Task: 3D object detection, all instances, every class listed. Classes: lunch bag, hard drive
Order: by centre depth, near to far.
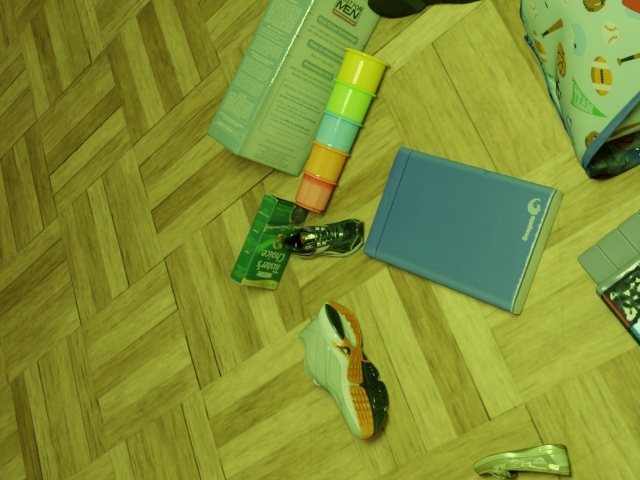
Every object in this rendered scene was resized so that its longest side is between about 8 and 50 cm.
[{"bbox_3d":[0.444,-0.311,1.152,0.385,0.238,0.328,119,139,-60],"label":"lunch bag"},{"bbox_3d":[0.234,-0.026,1.403,0.318,0.040,0.210,22,94,40],"label":"hard drive"}]

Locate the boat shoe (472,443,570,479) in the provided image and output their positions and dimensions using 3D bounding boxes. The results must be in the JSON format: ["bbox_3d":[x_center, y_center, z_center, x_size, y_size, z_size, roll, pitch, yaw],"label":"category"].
[{"bbox_3d":[0.309,0.351,1.257,0.153,0.056,0.048,-19,64,27],"label":"boat shoe"}]

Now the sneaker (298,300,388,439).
[{"bbox_3d":[0.034,0.249,1.483,0.121,0.099,0.263,-42,50,33],"label":"sneaker"}]

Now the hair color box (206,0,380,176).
[{"bbox_3d":[-0.051,-0.332,1.603,0.113,0.185,0.375,37,104,38],"label":"hair color box"}]

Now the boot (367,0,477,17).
[{"bbox_3d":[0.222,-0.495,1.478,0.305,0.112,0.115,3,72,41],"label":"boot"}]

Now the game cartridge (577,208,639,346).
[{"bbox_3d":[0.542,0.093,1.100,0.230,0.068,0.355,-38,58,10],"label":"game cartridge"}]

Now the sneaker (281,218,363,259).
[{"bbox_3d":[0.000,0.000,1.563,0.178,0.077,0.072,-19,71,34],"label":"sneaker"}]

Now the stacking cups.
[{"bbox_3d":[0.038,-0.208,1.581,0.096,0.096,0.316,28,104,39],"label":"stacking cups"}]

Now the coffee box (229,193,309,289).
[{"bbox_3d":[-0.100,0.006,1.620,0.040,0.113,0.184,29,98,36],"label":"coffee box"}]
